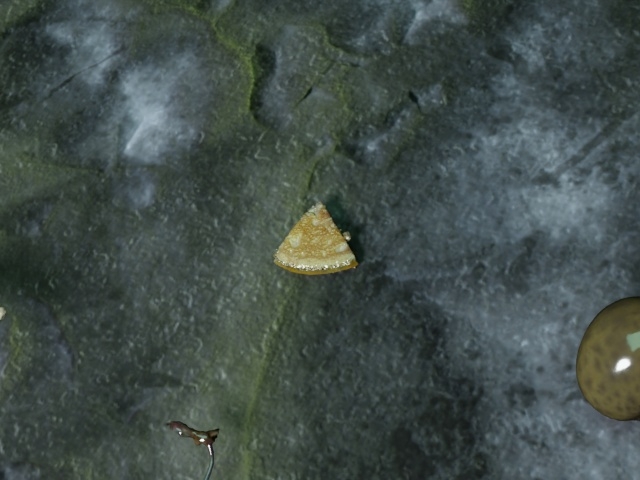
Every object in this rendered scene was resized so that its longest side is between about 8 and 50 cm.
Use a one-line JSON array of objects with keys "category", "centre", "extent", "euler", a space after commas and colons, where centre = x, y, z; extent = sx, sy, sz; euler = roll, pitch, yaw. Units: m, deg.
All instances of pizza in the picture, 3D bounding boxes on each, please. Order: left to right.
[{"category": "pizza", "centre": [0.000, 0.001, 1.526], "extent": [0.083, 0.025, 0.078], "euler": [3, 61, 13]}]

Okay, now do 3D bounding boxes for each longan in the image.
[{"category": "longan", "centre": [0.268, 0.103, 1.320], "extent": [0.113, 0.092, 0.113], "euler": [0, 94, -4]}]

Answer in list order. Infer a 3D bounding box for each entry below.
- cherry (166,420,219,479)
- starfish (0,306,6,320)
[{"category": "cherry", "centre": [-0.152, 0.260, 1.349], "extent": [0.107, 0.090, 0.225], "euler": [-3, 55, 20]}, {"category": "starfish", "centre": [-0.505, 0.098, 1.578], "extent": [0.398, 0.132, 0.384], "euler": [-45, 58, -11]}]
